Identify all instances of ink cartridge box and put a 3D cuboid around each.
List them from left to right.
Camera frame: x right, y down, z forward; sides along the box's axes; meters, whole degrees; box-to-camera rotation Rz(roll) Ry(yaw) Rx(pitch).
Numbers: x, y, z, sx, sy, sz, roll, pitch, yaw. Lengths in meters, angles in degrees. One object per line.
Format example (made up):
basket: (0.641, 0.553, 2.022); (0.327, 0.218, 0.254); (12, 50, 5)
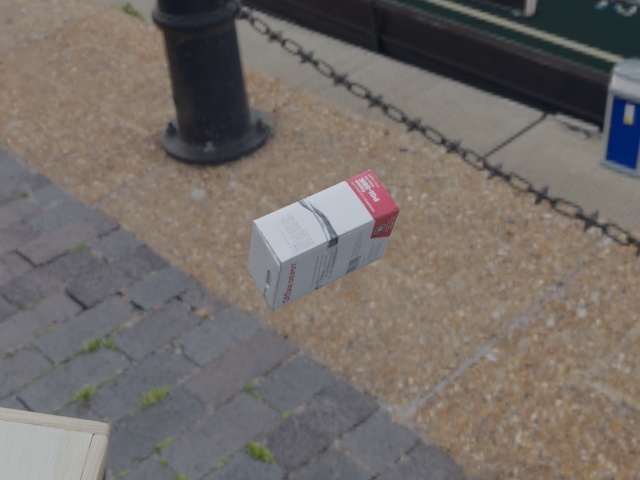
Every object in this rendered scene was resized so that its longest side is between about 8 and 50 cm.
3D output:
ink cartridge box: (0.000, 0.000, 0.896); (0.135, 0.099, 0.056); (-25, 66, -22)

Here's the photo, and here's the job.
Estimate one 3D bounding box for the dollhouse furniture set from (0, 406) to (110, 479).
dollhouse furniture set: (-0.197, 0.254, 0.448); (0.303, 0.355, 0.174); (11, 41, -6)
